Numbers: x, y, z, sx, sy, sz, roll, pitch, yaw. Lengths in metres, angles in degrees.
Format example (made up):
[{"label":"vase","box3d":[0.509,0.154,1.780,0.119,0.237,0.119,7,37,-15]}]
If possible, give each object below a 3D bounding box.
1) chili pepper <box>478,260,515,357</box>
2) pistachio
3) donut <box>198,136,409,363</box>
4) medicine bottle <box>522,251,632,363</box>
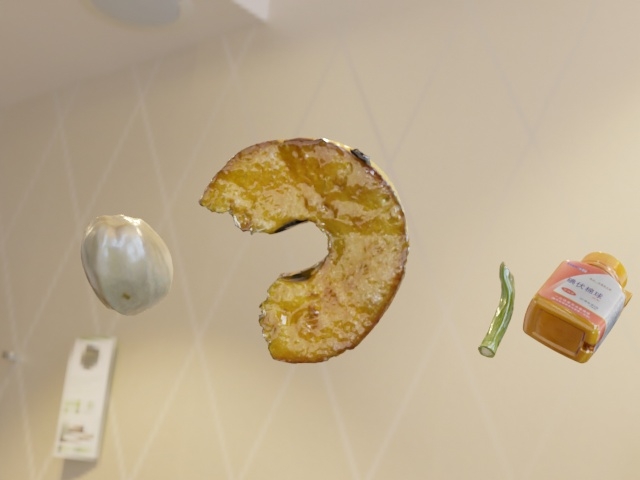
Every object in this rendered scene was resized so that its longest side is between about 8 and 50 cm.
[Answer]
[{"label":"chili pepper","box3d":[0.371,0.145,2.389,0.050,0.201,0.052,14,-18,11]},{"label":"pistachio","box3d":[-0.326,0.044,1.952,0.138,0.153,0.238,21,-17,19]},{"label":"donut","box3d":[0.000,0.000,2.245,0.378,0.435,0.163,-15,8,17]},{"label":"medicine bottle","box3d":[0.510,0.120,2.271,0.149,0.222,0.112,29,-45,20]}]
